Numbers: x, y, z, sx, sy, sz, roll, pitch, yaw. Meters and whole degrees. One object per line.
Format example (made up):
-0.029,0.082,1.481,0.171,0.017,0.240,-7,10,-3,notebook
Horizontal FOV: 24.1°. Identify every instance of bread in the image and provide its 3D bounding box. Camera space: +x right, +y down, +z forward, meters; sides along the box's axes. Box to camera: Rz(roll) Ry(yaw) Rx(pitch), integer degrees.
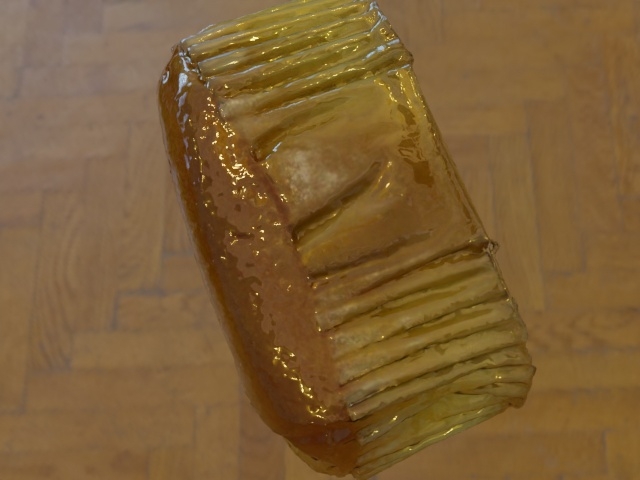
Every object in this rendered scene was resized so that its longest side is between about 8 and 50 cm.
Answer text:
0.000,0.000,0.904,0.156,0.204,0.288,-22,89,-8,bread
